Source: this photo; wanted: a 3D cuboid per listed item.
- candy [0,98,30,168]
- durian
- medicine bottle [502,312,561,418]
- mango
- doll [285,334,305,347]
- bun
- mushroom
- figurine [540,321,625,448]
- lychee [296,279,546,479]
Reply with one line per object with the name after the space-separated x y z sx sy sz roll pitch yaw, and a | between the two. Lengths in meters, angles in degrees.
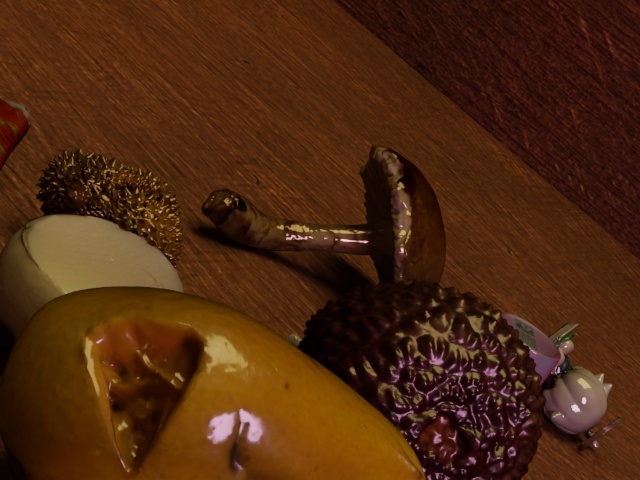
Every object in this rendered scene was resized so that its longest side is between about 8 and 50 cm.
-0.348 -0.088 1.679 0.059 0.086 0.292 35 19 -10 | candy
-0.208 -0.013 1.680 0.168 0.137 0.158 34 32 -51 | durian
0.171 0.174 1.773 0.094 0.188 0.119 13 28 -49 | medicine bottle
-0.077 0.153 1.295 0.365 0.253 0.182 19 67 -26 | mango
-0.005 0.134 1.777 0.099 0.057 0.143 53 13 -15 | doll
-0.216 0.063 1.476 0.173 0.120 0.173 26 26 -13 | bun
0.020 -0.026 2.076 0.302 0.208 0.233 25 -23 1 | mushroom
0.322 0.197 2.130 0.153 0.132 0.132 53 21 8 | figurine
0.081 0.148 1.620 0.271 0.271 0.271 31 18 -12 | lychee
